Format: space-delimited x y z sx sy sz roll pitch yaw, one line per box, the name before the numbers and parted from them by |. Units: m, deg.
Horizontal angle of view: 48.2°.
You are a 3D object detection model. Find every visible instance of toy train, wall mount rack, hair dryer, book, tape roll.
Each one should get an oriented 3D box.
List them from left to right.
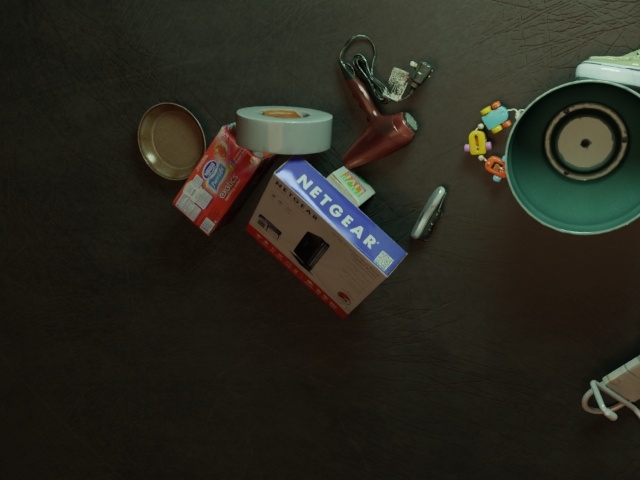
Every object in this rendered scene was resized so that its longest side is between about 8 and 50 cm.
tape roll | -0.082 -0.252 1.613 0.219 0.219 0.072 10 111 18
book | 0.069 -0.123 1.639 0.096 0.144 0.035 46 114 1
hair dryer | 0.123 -0.294 1.618 0.223 0.080 0.294 28 110 27
toy train | 0.384 -0.218 1.545 0.125 0.046 0.166 22 117 12
wall mount rack | 0.764 0.341 1.545 0.304 0.131 0.350 31 122 -26

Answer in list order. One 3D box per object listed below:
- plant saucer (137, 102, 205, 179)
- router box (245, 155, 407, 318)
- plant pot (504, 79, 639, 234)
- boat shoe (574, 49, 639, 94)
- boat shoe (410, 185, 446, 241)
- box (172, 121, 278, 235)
plant saucer | -0.373 -0.254 1.827 0.198 0.036 0.199 7 110 19
router box | 0.000 0.000 1.660 0.335 0.082 0.301 42 151 4
plant pot | 0.525 -0.180 1.416 0.292 0.196 0.293 7 110 19
boat shoe | 0.652 -0.333 1.381 0.302 0.109 0.094 7 95 10
boat shoe | 0.257 -0.060 1.648 0.040 0.049 0.142 23 117 -8
box | -0.232 -0.154 1.757 0.128 0.122 0.257 41 117 4
